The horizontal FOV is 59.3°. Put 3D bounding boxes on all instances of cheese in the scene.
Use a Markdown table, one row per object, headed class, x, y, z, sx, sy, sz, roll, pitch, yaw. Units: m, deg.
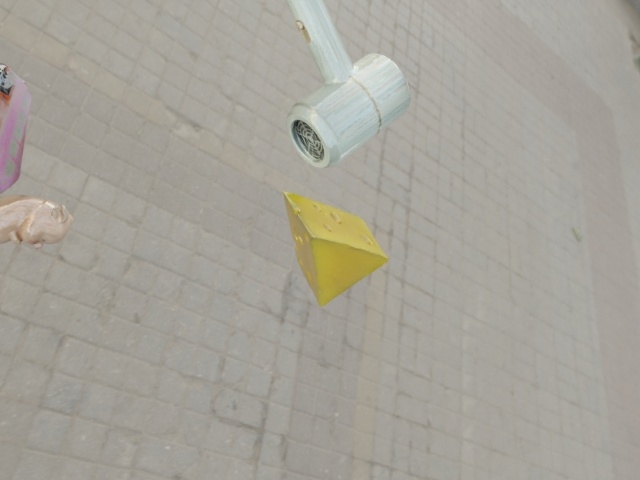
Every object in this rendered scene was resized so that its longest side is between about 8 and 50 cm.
| class | x | y | z | sx | sy | sz | roll | pitch | yaw |
| --- | --- | --- | --- | --- | --- | --- | --- | --- | --- |
| cheese | 0.000 | 0.000 | 0.780 | 0.093 | 0.126 | 0.171 | 61 | 9 | 31 |

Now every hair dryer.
| class | x | y | z | sx | sy | sz | roll | pitch | yaw |
| --- | --- | --- | --- | --- | --- | --- | --- | --- | --- |
| hair dryer | -0.017 | -0.291 | 0.781 | 0.173 | 0.107 | 0.357 | -40 | 114 | -25 |

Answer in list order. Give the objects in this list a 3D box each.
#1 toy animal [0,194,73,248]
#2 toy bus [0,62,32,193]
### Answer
| class | x | y | z | sx | sy | sz | roll | pitch | yaw |
| --- | --- | --- | --- | --- | --- | --- | --- | --- | --- |
| toy animal | -0.854 | -0.055 | 1.624 | 0.250 | 0.166 | 0.154 | 0 | 103 | -20 |
| toy bus | -0.688 | -0.220 | 1.136 | 0.147 | 0.127 | 0.303 | 59 | 22 | -59 |
